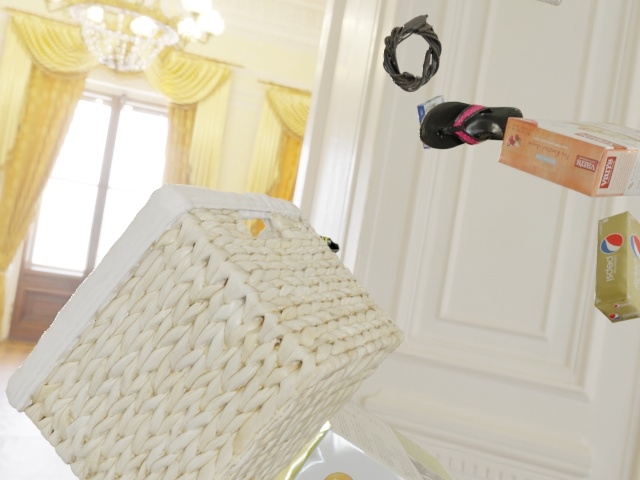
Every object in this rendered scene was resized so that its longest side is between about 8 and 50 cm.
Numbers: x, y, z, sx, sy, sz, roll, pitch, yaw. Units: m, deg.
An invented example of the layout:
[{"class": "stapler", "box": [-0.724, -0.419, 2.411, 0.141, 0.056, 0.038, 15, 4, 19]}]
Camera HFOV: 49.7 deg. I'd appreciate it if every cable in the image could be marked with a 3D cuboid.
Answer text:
[{"class": "cable", "box": [0.199, -0.405, 1.531, 0.047, 0.151, 0.184, 17, 47, 41]}]

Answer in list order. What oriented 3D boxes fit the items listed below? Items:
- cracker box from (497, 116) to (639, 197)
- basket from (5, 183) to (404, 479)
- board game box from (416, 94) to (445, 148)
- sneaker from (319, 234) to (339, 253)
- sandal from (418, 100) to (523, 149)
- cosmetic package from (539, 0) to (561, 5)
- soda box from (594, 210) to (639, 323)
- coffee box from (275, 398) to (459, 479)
[{"class": "cracker box", "box": [0.375, -0.113, 0.917, 0.232, 0.067, 0.155, -5, 24, -34]}, {"class": "basket", "box": [-0.116, 0.139, 0.843, 0.266, 0.331, 0.328, 44, 15, 17]}, {"class": "board game box", "box": [0.232, -0.243, 1.417, 0.020, 0.090, 0.090, 4, 24, 38]}, {"class": "sneaker", "box": [0.000, 0.000, 1.234, 0.083, 0.031, 0.035, 29, -33, -29]}, {"class": "sandal", "box": [0.225, -0.168, 0.997, 0.179, 0.067, 0.040, -7, 15, -20]}, {"class": "cosmetic package", "box": [0.293, -0.505, 0.862, 0.284, 0.377, 0.097, -10, 44, -46]}, {"class": "soda box", "box": [0.503, 0.044, 1.160, 0.061, 0.181, 0.058, 37, -39, -26]}, {"class": "coffee box", "box": [0.037, 0.478, 1.130, 0.334, 0.338, 0.338, 35, -1, -4]}]
